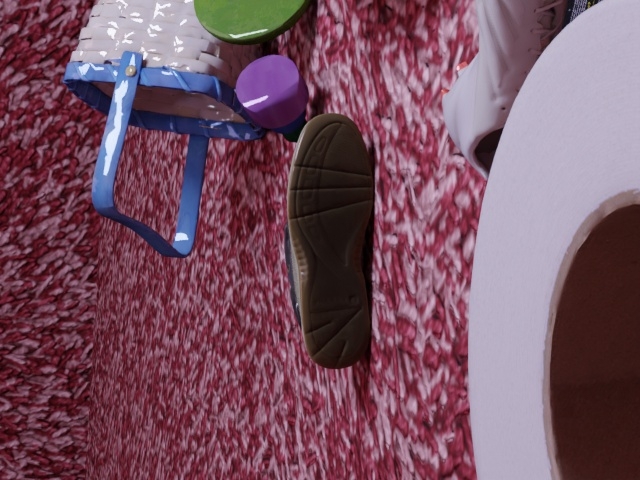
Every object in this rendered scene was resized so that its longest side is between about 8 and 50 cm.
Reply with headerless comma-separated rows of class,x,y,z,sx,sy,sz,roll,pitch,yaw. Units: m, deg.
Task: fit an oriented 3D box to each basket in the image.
basket,-0.169,-0.141,2.041,0.255,0.201,0.288,47,-133,-70

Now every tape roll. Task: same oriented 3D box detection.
tape roll,0.174,0.081,0.834,0.392,0.072,0.392,177,90,-70

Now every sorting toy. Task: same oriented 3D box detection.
sorting toy,-0.055,-0.247,1.935,0.126,0.127,0.365,59,-163,-55

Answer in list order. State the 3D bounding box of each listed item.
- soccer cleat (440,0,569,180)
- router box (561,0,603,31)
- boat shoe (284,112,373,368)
soccer cleat,0.127,-0.118,1.179,0.196,0.068,0.076,107,145,-52
router box,0.172,-0.100,1.004,0.133,0.046,0.178,-109,23,-53
boat shoe,0.001,0.001,1.644,0.073,0.080,0.223,-179,86,-72
